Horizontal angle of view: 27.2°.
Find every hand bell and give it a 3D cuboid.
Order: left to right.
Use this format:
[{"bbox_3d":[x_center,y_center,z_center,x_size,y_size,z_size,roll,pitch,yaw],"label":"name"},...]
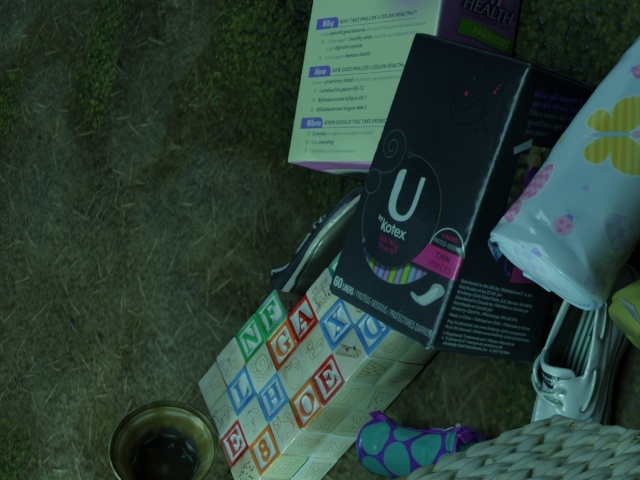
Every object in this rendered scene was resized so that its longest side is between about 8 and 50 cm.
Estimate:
[{"bbox_3d":[-0.186,0.311,1.610,0.242,0.126,0.126,95,158,-52],"label":"hand bell"}]

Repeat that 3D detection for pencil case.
[{"bbox_3d":[0.105,0.216,1.354,0.151,0.064,0.070,-2,95,50],"label":"pencil case"},{"bbox_3d":[0.265,-0.071,1.142,0.113,0.124,0.273,34,88,24],"label":"pencil case"}]

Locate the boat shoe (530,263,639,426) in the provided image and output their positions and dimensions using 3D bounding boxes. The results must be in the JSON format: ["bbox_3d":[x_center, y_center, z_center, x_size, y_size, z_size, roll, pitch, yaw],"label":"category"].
[{"bbox_3d":[0.228,0.123,1.222,0.083,0.075,0.226,21,97,51],"label":"boat shoe"}]

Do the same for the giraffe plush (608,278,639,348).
[{"bbox_3d":[0.343,0.054,1.051,0.170,0.210,0.181,-39,49,1],"label":"giraffe plush"}]

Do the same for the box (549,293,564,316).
[{"bbox_3d":[0.211,-0.043,1.320,0.136,0.036,0.225,8,85,51],"label":"box"}]

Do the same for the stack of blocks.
[{"bbox_3d":[-0.005,0.138,1.488,0.297,0.087,0.171,-51,46,29],"label":"stack of blocks"}]

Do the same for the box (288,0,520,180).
[{"bbox_3d":[0.091,-0.190,1.438,0.213,0.117,0.243,4,84,51],"label":"box"}]

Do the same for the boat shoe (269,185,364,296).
[{"bbox_3d":[0.000,0.000,1.531,0.206,0.075,0.065,-53,48,34],"label":"boat shoe"}]

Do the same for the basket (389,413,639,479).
[{"bbox_3d":[0.178,0.331,0.966,0.266,0.331,0.328,3,106,53],"label":"basket"}]

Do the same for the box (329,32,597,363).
[{"bbox_3d":[0.144,-0.040,1.255,0.165,0.143,0.270,26,100,50],"label":"box"}]
